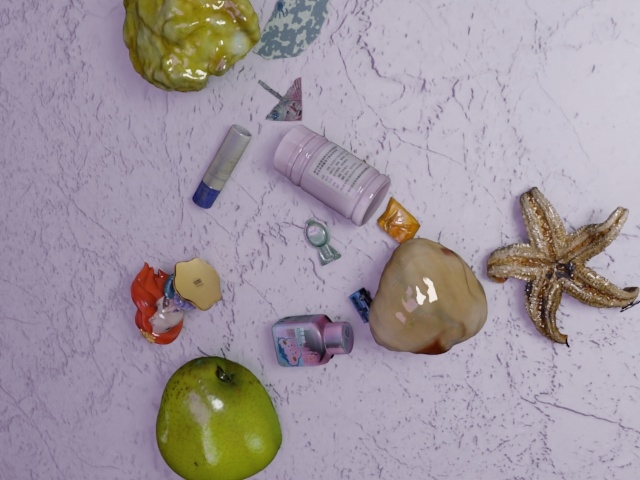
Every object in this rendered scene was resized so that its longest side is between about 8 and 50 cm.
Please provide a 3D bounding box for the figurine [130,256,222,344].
[{"bbox_3d":[-0.417,0.158,1.436,0.257,0.181,0.208,-33,127,27],"label":"figurine"}]

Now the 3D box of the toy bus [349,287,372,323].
[{"bbox_3d":[0.108,0.160,1.273,0.046,0.038,0.083,-33,85,30],"label":"toy bus"}]

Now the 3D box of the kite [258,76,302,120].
[{"bbox_3d":[-0.093,-0.348,1.271,0.137,0.005,0.152,-44,82,22],"label":"kite"}]

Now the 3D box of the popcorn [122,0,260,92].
[{"bbox_3d":[-0.311,-0.494,1.182,0.334,0.293,0.292,-33,117,27],"label":"popcorn"}]

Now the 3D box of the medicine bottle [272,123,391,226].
[{"bbox_3d":[0.024,-0.150,1.194,0.250,0.133,0.133,33,112,14],"label":"medicine bottle"}]

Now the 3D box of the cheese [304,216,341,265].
[{"bbox_3d":[0.000,0.000,1.293,0.067,0.026,0.120,-27,90,26],"label":"cheese"}]

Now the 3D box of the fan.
[{"bbox_3d":[-0.063,-0.507,1.223,0.240,0.009,0.131,-36,86,25],"label":"fan"}]

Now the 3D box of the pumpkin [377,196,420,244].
[{"bbox_3d":[0.177,-0.042,1.204,0.101,0.035,0.073,42,111,13],"label":"pumpkin"}]

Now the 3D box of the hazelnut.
[{"bbox_3d":[0.218,0.122,1.135,0.261,0.241,0.261,-2,109,-5],"label":"hazelnut"}]

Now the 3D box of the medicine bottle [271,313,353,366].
[{"bbox_3d":[-0.017,0.250,1.314,0.188,0.094,0.119,-8,96,24],"label":"medicine bottle"}]

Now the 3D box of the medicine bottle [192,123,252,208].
[{"bbox_3d":[-0.255,-0.187,1.345,0.059,0.059,0.231,40,113,11],"label":"medicine bottle"}]

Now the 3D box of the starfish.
[{"bbox_3d":[0.496,0.047,1.050,0.303,0.113,0.312,36,121,15],"label":"starfish"}]

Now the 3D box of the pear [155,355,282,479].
[{"bbox_3d":[-0.299,0.466,1.407,0.342,0.238,0.318,5,111,22],"label":"pear"}]
